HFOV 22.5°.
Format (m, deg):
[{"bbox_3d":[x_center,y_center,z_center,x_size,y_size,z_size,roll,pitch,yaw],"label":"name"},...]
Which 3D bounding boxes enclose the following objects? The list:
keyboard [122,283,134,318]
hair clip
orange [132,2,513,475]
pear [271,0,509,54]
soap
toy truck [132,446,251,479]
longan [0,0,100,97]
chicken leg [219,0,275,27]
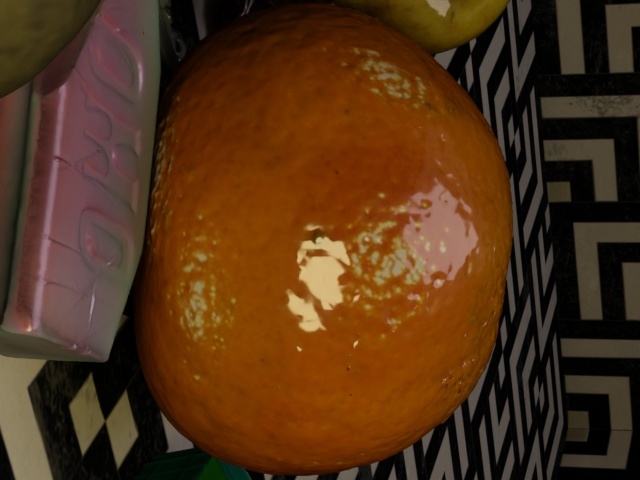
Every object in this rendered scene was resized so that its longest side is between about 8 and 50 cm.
[{"bbox_3d":[-0.193,0.038,1.479,0.155,0.010,0.053,33,58,-70],"label":"keyboard"},{"bbox_3d":[-0.153,-0.203,1.548,0.116,0.049,0.172,-71,152,-57],"label":"hair clip"},{"bbox_3d":[0.000,0.000,1.446,0.424,0.326,0.424,-175,-90,-82],"label":"orange"},{"bbox_3d":[0.068,-0.307,1.567,0.281,0.281,0.280,0,90,-73],"label":"pear"},{"bbox_3d":[-0.210,-0.070,1.265,0.193,0.109,0.324,41,51,-69],"label":"soap"},{"bbox_3d":[-0.138,0.287,1.504,0.253,0.114,0.124,-48,121,-65],"label":"toy truck"},{"bbox_3d":[-0.240,-0.213,1.015,0.246,0.215,0.246,5,80,-31],"label":"longan"},{"bbox_3d":[-0.058,-0.323,1.794,0.158,0.096,0.407,16,71,-56],"label":"chicken leg"}]
